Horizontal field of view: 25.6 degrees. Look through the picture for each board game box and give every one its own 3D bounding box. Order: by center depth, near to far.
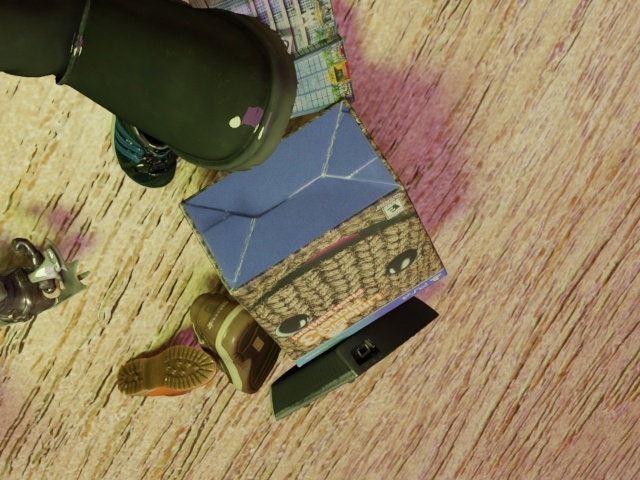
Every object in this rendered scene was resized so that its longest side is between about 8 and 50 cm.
[{"bbox_3d":[-0.072,-0.199,1.561,0.194,0.060,0.194,-25,141,-8],"label":"board game box"},{"bbox_3d":[0.000,0.000,1.710,0.232,0.141,0.291,-32,154,2],"label":"board game box"}]

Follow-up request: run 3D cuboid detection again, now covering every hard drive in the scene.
[{"bbox_3d":[0.043,0.154,1.909,0.172,0.054,0.255,-32,178,33],"label":"hard drive"}]

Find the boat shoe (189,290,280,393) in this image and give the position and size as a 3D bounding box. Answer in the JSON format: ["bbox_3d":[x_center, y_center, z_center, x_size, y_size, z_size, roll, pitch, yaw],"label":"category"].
[{"bbox_3d":[-0.118,0.127,1.871,0.095,0.095,0.257,-56,164,-18],"label":"boat shoe"}]

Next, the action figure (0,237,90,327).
[{"bbox_3d":[-0.378,0.062,1.572,0.185,0.099,0.285,-35,173,25],"label":"action figure"}]

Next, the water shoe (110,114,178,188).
[{"bbox_3d":[-0.192,-0.115,1.556,0.073,0.080,0.203,-21,140,-12],"label":"water shoe"}]

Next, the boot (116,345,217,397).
[{"bbox_3d":[-0.185,0.178,1.864,0.158,0.059,0.085,-12,160,36],"label":"boot"}]

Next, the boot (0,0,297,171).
[{"bbox_3d":[-0.291,-0.183,1.212,0.445,0.367,0.146,8,104,-38],"label":"boot"}]
